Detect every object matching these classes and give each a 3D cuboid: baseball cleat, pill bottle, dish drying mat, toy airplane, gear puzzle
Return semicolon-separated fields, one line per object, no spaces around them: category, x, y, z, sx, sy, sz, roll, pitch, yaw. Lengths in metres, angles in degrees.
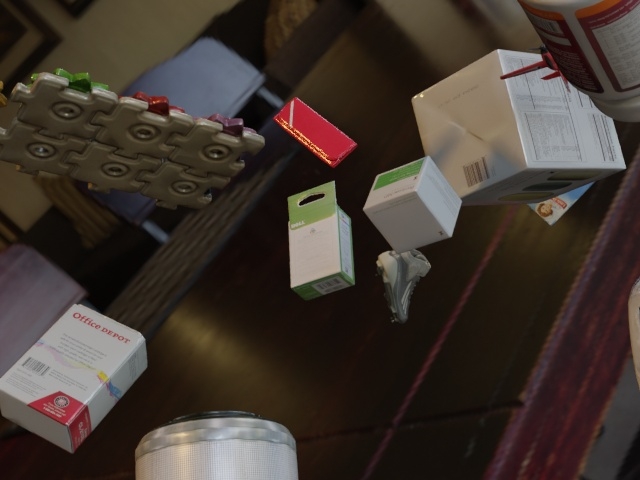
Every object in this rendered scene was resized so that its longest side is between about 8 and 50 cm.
baseball cleat;0.174;0.090;2.050;0.109;0.206;0.072;-22;51;-3
pill bottle;0.248;-0.196;0.881;0.121;0.221;0.121;-13;62;26
dish drying mat;-0.006;-0.099;0.937;0.032;0.083;0.008;-43;-30;-11
toy airplane;0.335;-0.247;1.452;0.151;0.151;0.028;-25;63;51
gear puzzle;-0.240;-0.117;1.044;0.175;0.339;0.044;-40;44;49

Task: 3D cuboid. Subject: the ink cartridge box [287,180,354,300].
ink cartridge box;0.000;0.000;1.976;0.109;0.062;0.209;-19;54;23

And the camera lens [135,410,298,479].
camera lens;-0.134;0.378;1.367;0.219;0.219;0.274;-30;56;43

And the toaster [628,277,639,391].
toaster;0.463;0.122;1.248;0.146;0.227;0.129;-10;5;-35

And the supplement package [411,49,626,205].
supplement package;0.329;-0.178;1.704;0.263;0.198;0.199;-4;-14;-40

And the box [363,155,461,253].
box;0.138;-0.052;1.531;0.101;0.102;0.087;-19;33;36

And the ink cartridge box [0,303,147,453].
ink cartridge box;-0.341;0.188;1.424;0.175;0.127;0.072;-51;-24;-40

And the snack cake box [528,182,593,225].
snack cake box;0.409;-0.176;2.007;0.152;0.264;0.089;-51;-7;31
